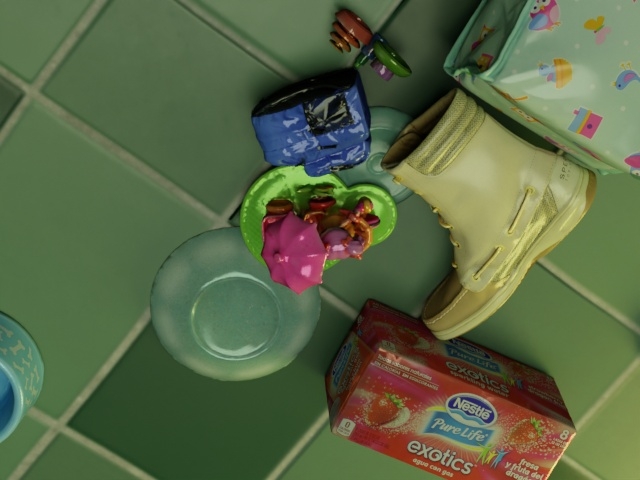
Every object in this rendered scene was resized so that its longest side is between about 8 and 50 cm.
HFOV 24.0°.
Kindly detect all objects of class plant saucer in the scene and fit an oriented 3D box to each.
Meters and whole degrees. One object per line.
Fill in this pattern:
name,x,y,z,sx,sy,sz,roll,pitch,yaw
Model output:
plant saucer,-0.095,0.081,1.698,0.194,0.037,0.195,-2,112,-4
plant saucer,0.063,-0.087,1.646,0.119,0.021,0.119,-1,113,-3

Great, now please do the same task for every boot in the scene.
boot,0.141,-0.025,1.625,0.203,0.095,0.262,31,123,-16

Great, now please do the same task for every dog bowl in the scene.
dog bowl,-0.450,0.201,1.703,0.297,0.074,0.166,-36,111,12

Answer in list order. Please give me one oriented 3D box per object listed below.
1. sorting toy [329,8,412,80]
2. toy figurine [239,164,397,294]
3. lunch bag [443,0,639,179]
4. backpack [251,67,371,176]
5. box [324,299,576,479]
sorting toy,0.047,-0.196,1.577,0.102,0.061,0.042,45,105,4
toy figurine,0.000,0.000,1.577,0.173,0.159,0.130,-3,108,-1
lunch bag,0.288,-0.226,1.525,0.223,0.160,0.262,29,89,-15
backpack,-0.008,-0.118,1.580,0.120,0.098,0.101,-14,100,7
box,0.144,0.186,1.710,0.256,0.128,0.123,24,110,-13
